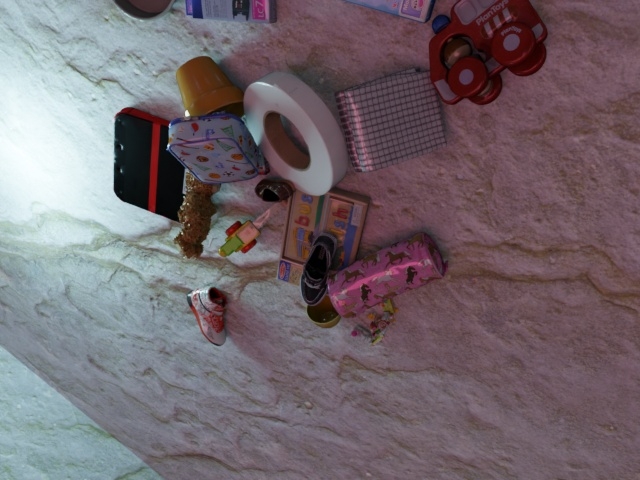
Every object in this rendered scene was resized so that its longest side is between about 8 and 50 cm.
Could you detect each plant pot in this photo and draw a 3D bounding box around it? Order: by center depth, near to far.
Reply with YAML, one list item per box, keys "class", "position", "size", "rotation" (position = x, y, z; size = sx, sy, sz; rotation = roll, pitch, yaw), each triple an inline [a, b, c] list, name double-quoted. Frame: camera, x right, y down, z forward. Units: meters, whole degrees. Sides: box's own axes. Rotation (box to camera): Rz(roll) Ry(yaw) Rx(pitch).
- class: "plant pot"
  position: [-0.356, -0.463, 1.654]
  size: [0.205, 0.205, 0.188]
  rotation: [-29, 88, 32]
- class: "plant pot"
  position: [0.024, 0.270, 1.930]
  size: [0.134, 0.134, 0.095]
  rotation: [5, 144, 20]

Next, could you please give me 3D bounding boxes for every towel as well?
- class: "towel"
  position: [0.194, -0.336, 1.454]
  size: [0.121, 0.283, 0.235]
  rotation: [19, 127, 64]

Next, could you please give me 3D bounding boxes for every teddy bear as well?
- class: "teddy bear"
  position: [-0.419, -0.094, 1.833]
  size: [0.113, 0.338, 0.245]
  rotation: [9, 162, 12]

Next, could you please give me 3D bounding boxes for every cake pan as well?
- class: "cake pan"
  position: [-0.544, -0.830, 1.607]
  size: [0.292, 0.054, 0.294]
  rotation: [10, 120, 18]

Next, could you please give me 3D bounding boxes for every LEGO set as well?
- class: "LEGO set"
  position: [0.202, 0.269, 1.855]
  size: [0.132, 0.107, 0.287]
  rotation: [24, 123, 9]

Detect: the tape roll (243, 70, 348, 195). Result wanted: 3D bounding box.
- class: "tape roll"
  position: [-0.078, -0.311, 1.564]
  size: [0.392, 0.072, 0.392]
  rotation: [40, 154, 23]

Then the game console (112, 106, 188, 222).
- class: "game console"
  position: [-0.610, -0.271, 1.944]
  size: [0.341, 0.060, 0.387]
  rotation: [19, 123, 6]

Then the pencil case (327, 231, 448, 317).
- class: "pencil case"
  position: [0.215, 0.116, 1.709]
  size: [0.386, 0.167, 0.160]
  rotation: [-28, 62, 23]

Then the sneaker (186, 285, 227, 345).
- class: "sneaker"
  position: [-0.429, 0.310, 2.152]
  size: [0.144, 0.090, 0.270]
  rotation: [-18, 106, 32]

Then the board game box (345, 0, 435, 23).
- class: "board game box"
  position: [0.174, -0.751, 1.331]
  size: [0.301, 0.086, 0.309]
  rotation: [21, 123, 11]

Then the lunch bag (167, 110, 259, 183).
- class: "lunch bag"
  position: [-0.329, -0.281, 1.621]
  size: [0.242, 0.115, 0.303]
  rotation: [-4, 160, 10]

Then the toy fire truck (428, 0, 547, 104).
- class: "toy fire truck"
  position: [0.409, -0.505, 1.341]
  size: [0.302, 0.169, 0.254]
  rotation: [-32, 77, 32]

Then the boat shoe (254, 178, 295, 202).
- class: "boat shoe"
  position: [-0.169, -0.162, 1.752]
  size: [0.207, 0.073, 0.073]
  rotation: [2, 131, 56]

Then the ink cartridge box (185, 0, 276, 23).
- class: "ink cartridge box"
  position: [-0.281, -0.745, 1.542]
  size: [0.310, 0.065, 0.186]
  rotation: [12, 120, 18]

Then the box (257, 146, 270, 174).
- class: "box"
  position: [-0.278, -0.287, 1.800]
  size: [0.206, 0.036, 0.114]
  rotation: [5, 118, 20]

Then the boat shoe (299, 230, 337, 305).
- class: "boat shoe"
  position: [-0.015, 0.116, 1.798]
  size: [0.108, 0.102, 0.301]
  rotation: [22, 123, 7]

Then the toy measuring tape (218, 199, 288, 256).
- class: "toy measuring tape"
  position: [-0.239, -0.052, 1.893]
  size: [0.330, 0.121, 0.121]
  rotation: [-39, 98, 11]

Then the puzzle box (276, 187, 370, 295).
- class: "puzzle box"
  position: [0.000, 0.000, 1.822]
  size: [0.271, 0.052, 0.409]
  rotation: [17, 122, 11]
